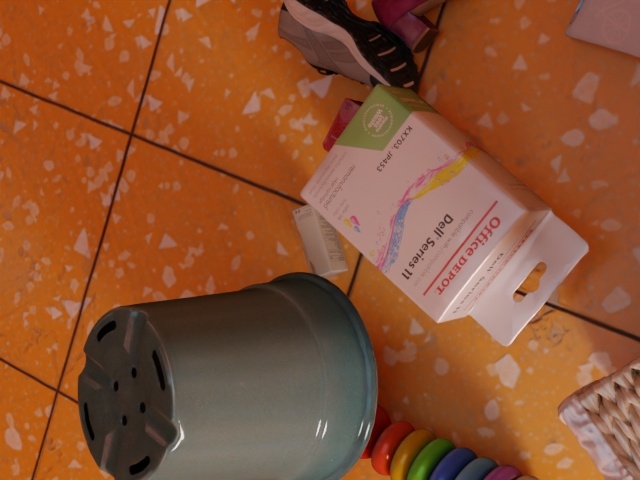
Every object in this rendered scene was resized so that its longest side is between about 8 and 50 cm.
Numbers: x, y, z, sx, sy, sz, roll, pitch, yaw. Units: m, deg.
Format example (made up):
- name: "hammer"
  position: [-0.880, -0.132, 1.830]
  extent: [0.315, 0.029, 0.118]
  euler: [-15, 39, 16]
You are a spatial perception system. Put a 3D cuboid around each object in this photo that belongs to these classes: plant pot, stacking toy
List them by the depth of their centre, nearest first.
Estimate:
- name: "plant pot"
  position: [-0.153, 0.219, 1.617]
  extent: [0.341, 0.334, 0.341]
  euler: [0, 90, 48]
- name: "stacking toy"
  position: [0.162, 0.339, 1.630]
  extent: [0.330, 0.141, 0.141]
  euler: [28, 103, 32]

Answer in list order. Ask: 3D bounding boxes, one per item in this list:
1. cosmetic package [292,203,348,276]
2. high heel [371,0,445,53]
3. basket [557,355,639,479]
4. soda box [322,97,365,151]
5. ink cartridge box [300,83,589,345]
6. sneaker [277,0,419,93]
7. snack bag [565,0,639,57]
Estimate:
- name: "cosmetic package"
  position: [0.000, 0.000, 1.740]
  extent: [0.041, 0.060, 0.115]
  euler: [-21, 79, 28]
- name: "high heel"
  position: [0.181, -0.404, 1.635]
  extent: [0.117, 0.082, 0.244]
  euler: [50, 119, 21]
- name: "basket"
  position: [0.513, 0.250, 1.318]
  extent: [0.266, 0.328, 0.331]
  euler: [-39, 72, 21]
- name: "soda box"
  position: [0.135, -0.115, 1.653]
  extent: [0.263, 0.083, 0.092]
  euler: [33, 105, 23]
- name: "ink cartridge box"
  position: [0.169, -0.031, 1.521]
  extent: [0.353, 0.119, 0.207]
  euler: [43, 110, 21]
- name: "sneaker"
  position: [0.042, -0.295, 1.707]
  extent: [0.271, 0.100, 0.108]
  euler: [40, 132, 19]
- name: "snack bag"
  position: [0.507, -0.377, 1.424]
  extent: [0.342, 0.037, 0.323]
  euler: [32, 105, 43]
